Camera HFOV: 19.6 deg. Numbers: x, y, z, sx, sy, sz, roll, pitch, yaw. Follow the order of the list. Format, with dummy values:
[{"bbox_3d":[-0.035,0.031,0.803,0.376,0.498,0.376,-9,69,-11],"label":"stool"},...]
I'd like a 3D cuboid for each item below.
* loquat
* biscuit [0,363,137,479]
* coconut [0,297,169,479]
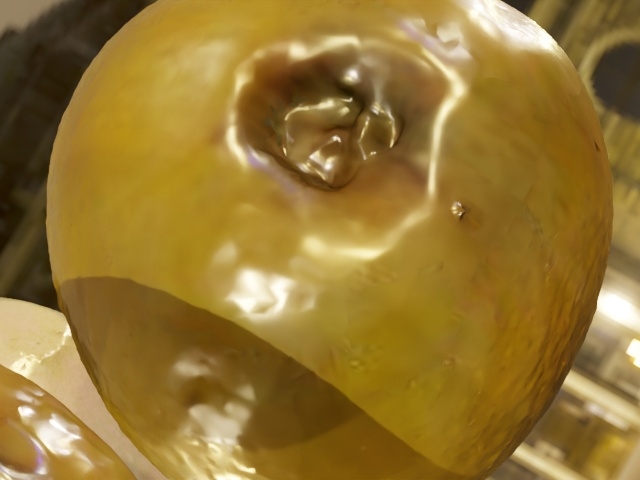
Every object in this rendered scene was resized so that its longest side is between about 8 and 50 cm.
[{"bbox_3d":[0.000,0.000,0.870,0.275,0.275,0.275,-57,-12,-19],"label":"loquat"},{"bbox_3d":[-0.162,0.130,0.611,0.091,0.274,0.213,-16,-86,-66],"label":"biscuit"},{"bbox_3d":[-0.202,0.147,1.153,0.233,0.233,0.245,-42,-19,-57],"label":"coconut"}]
